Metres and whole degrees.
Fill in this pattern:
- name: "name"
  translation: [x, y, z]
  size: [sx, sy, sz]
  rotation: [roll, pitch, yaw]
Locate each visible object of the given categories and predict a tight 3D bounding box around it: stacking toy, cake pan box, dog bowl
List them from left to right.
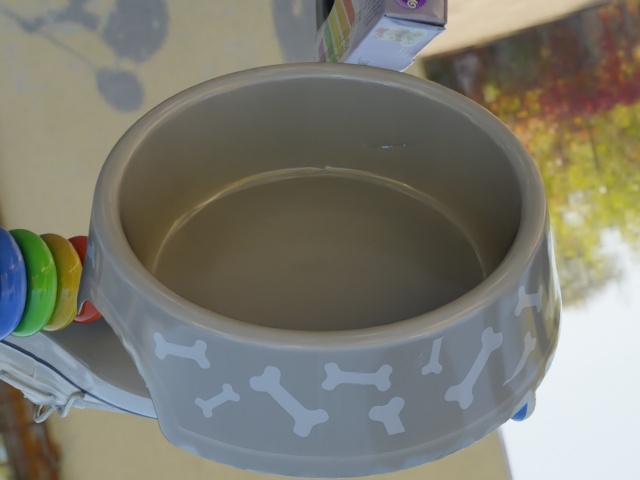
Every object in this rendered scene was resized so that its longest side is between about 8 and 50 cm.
- name: "stacking toy"
  translation: [-0.289, 0.038, 1.433]
  size: [0.330, 0.141, 0.141]
  rotation: [-3, 174, -43]
- name: "dog bowl"
  translation: [0.000, 0.000, 1.017]
  size: [0.348, 0.102, 0.349]
  rotation: [0, -139, 0]
- name: "cake pan box"
  translation: [0.055, -0.281, 1.397]
  size: [0.070, 0.246, 0.267]
  rotation: [7, 169, -13]

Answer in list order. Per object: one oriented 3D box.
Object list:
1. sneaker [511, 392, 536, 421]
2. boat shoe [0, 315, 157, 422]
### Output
- name: "sneaker"
  translation: [0.141, 0.111, 1.379]
  size: [0.084, 0.152, 0.058]
  rotation: [-25, -175, -37]
- name: "boat shoe"
  translation: [-0.284, 0.129, 1.583]
  size: [0.367, 0.156, 0.136]
  rotation: [20, -135, 7]
